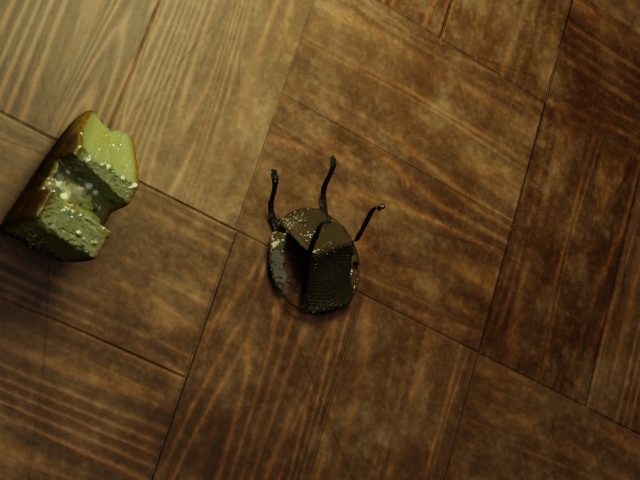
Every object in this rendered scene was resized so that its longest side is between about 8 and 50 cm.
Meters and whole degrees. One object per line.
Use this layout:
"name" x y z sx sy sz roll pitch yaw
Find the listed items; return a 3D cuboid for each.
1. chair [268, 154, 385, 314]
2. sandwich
"chair" 0.000 0.000 2.238 0.174 0.149 0.213 -16 131 -35
"sandwich" -0.342 -0.087 2.023 0.122 0.128 0.235 39 63 -28
